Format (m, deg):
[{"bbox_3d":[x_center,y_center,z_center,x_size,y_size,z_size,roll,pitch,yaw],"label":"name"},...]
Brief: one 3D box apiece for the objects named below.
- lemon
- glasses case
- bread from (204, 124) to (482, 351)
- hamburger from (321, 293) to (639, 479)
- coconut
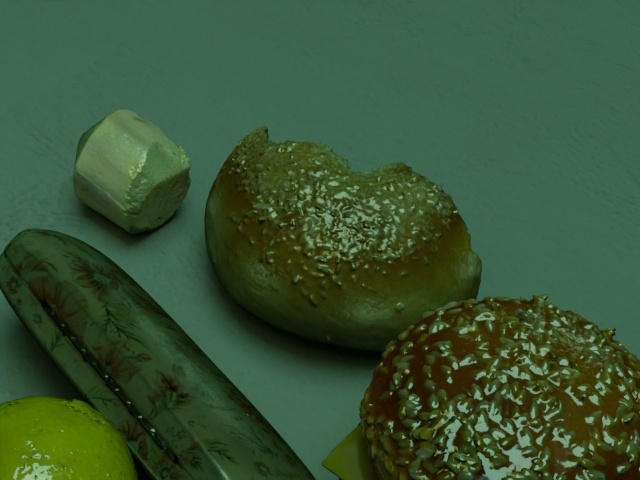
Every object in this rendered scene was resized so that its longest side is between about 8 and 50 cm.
[{"bbox_3d":[-0.234,0.214,1.149,0.173,0.173,0.206,-6,40,-19],"label":"lemon"},{"bbox_3d":[-0.147,0.136,1.276,0.425,0.098,0.156,43,8,30],"label":"glasses case"},{"bbox_3d":[-0.005,0.000,1.436,0.314,0.171,0.192,31,42,22],"label":"bread"},{"bbox_3d":[0.156,0.188,1.228,0.291,0.225,0.291,5,44,-4],"label":"hamburger"},{"bbox_3d":[-0.210,-0.078,1.517,0.122,0.116,0.116,35,47,17],"label":"coconut"}]
